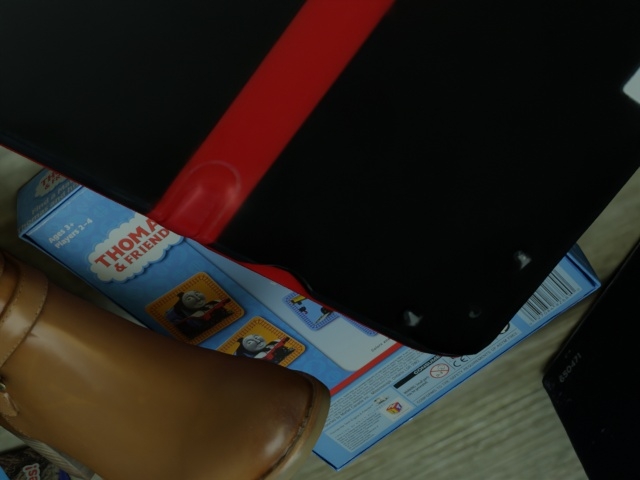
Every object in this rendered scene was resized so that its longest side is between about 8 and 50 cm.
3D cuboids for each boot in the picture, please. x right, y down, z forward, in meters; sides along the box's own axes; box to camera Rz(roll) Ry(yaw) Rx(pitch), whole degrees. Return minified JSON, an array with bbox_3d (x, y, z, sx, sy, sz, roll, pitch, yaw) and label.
[{"bbox_3d":[-0.103,0.042,0.562,0.197,0.073,0.152,-7,135,44],"label":"boot"}]

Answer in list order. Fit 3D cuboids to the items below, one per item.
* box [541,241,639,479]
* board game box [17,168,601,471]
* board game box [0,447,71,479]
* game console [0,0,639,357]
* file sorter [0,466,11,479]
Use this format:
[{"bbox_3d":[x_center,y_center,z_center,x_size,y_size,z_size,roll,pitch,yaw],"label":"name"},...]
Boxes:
[{"bbox_3d":[0.302,0.134,0.638,0.294,0.296,0.182,17,121,-24],"label":"box"},{"bbox_3d":[0.000,0.000,0.626,0.160,0.039,0.211,-37,126,16],"label":"board game box"},{"bbox_3d":[-0.234,0.261,0.709,0.291,0.141,0.232,-15,129,-2],"label":"board game box"},{"bbox_3d":[0.040,-0.159,0.482,0.342,0.060,0.386,26,110,-33],"label":"game console"},{"bbox_3d":[-0.214,0.069,0.554,0.104,0.118,0.170,-43,134,-25],"label":"file sorter"}]
